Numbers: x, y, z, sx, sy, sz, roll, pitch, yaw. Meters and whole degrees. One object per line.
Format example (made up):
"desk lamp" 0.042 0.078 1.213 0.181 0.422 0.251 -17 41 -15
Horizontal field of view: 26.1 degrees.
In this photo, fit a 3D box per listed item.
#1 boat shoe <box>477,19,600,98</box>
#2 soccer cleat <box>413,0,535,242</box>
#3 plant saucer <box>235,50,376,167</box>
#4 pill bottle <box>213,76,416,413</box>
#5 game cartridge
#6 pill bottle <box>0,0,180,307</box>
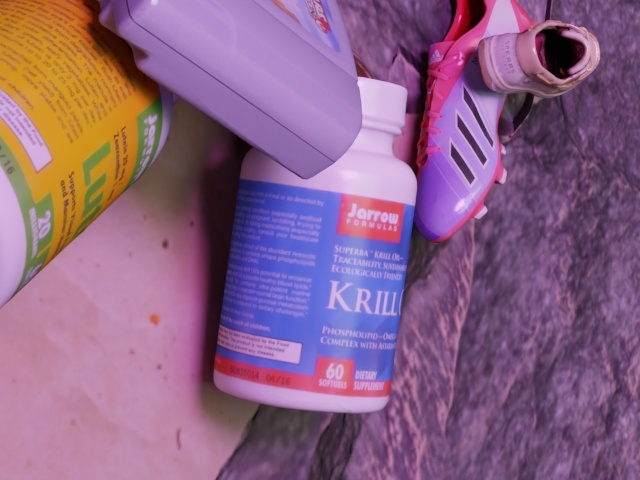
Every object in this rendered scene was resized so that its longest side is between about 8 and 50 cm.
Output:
"boat shoe" 0.196 -0.151 1.143 0.170 0.059 0.063 -17 95 -51
"soccer cleat" 0.114 -0.111 1.150 0.095 0.083 0.248 36 59 -23
"plant saucer" 0.003 -0.082 1.054 0.168 0.029 0.169 5 83 -49
"pill bottle" 0.000 0.000 0.948 0.124 0.124 0.222 6 92 -48
"game cartridge" -0.066 -0.182 0.858 0.198 0.062 0.297 27 34 -40
"pill bottle" -0.166 -0.067 0.768 0.136 0.136 0.246 66 32 -20
